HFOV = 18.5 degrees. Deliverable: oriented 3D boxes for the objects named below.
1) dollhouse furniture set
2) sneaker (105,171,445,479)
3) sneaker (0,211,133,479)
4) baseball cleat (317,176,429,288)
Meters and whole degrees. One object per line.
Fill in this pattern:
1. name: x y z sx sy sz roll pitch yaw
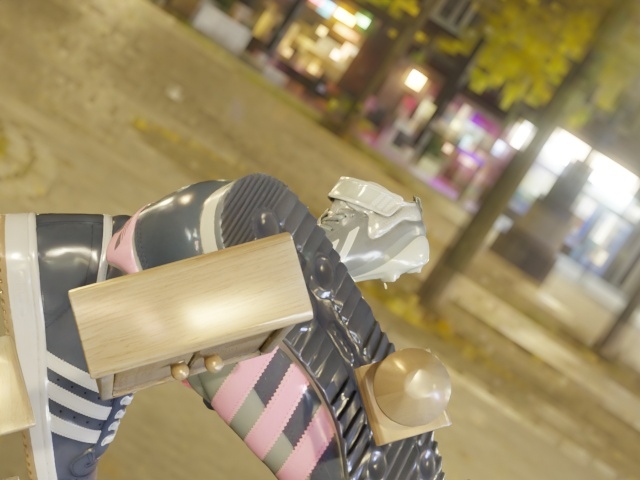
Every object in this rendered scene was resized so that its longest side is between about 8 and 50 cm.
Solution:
1. dollhouse furniture set: -0.047 0.195 1.019 0.174 0.303 0.356 122 -48 -79
2. sneaker: -0.025 0.096 1.290 0.131 0.112 0.319 -8 -62 38
3. sneaker: -0.160 0.099 1.528 0.153 0.282 0.099 -7 32 -5
4. baseball cleat: 0.000 0.000 1.801 0.206 0.109 0.072 -12 8 -25
